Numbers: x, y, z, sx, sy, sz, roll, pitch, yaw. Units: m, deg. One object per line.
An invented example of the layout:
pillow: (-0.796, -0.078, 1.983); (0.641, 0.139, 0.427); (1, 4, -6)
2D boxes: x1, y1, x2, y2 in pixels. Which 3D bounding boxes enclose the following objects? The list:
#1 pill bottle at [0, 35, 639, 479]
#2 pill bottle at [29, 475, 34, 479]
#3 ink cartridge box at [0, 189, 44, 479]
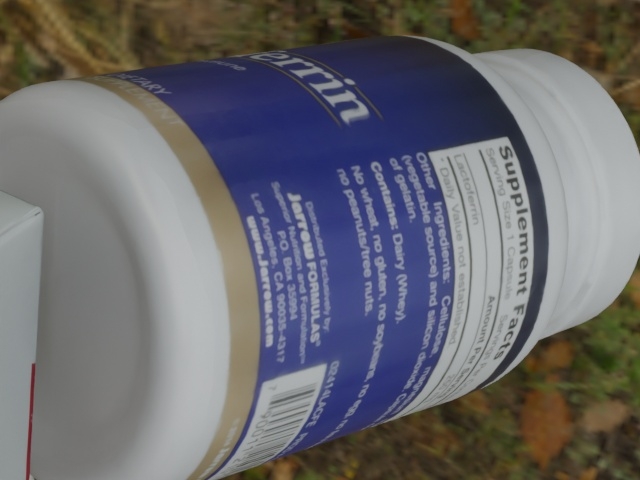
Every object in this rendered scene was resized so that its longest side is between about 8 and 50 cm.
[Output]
pill bottle: (0.000, 0.000, 0.748); (0.264, 0.153, 0.153); (-13, 102, -43)
pill bottle: (-0.263, 0.191, 1.348); (0.131, 0.229, 0.131); (1, 68, -3)
ink cartridge box: (-0.193, 0.035, 0.581); (0.127, 0.176, 0.128); (-42, 148, -48)
